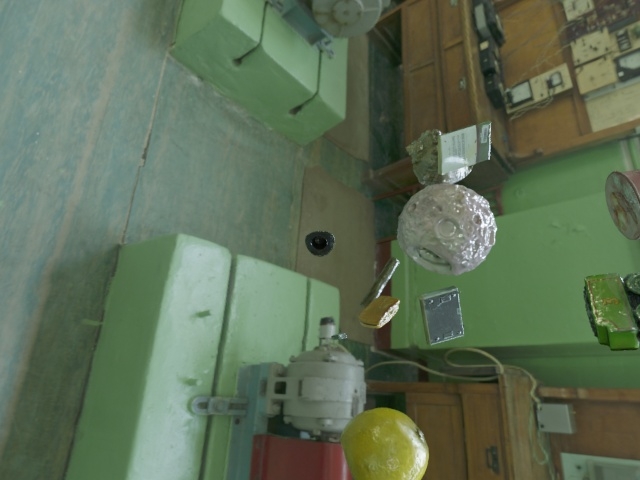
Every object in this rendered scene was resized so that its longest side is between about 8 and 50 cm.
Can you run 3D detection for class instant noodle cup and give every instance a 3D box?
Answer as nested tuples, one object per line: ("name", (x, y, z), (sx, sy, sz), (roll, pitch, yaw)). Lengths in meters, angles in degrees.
("instant noodle cup", (1.121, -0.145, 1.356), (0.243, 0.232, 0.242), (-15, 90, -76))

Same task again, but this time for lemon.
("lemon", (0.194, 0.597, 1.178), (0.240, 0.219, 0.240), (58, 7, -11))

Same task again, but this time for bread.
("bread", (0.248, 0.305, 1.731), (0.200, 0.116, 0.076), (-32, 122, -44))

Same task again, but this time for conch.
("conch", (0.623, -0.437, 2.160), (0.210, 0.353, 0.296), (46, 54, -67))

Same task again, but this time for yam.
("yam", (0.275, 0.199, 1.901), (0.061, 0.061, 0.273), (40, 80, -37))

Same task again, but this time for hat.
("hat", (0.000, 0.000, 1.536), (0.121, 0.121, 0.050), (55, 26, -24))

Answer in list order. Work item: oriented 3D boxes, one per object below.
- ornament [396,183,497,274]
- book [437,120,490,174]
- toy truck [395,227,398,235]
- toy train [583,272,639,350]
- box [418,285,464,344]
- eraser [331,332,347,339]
("ornament", (0.345, -0.037, 1.120), (0.259, 0.260, 0.225), (44, 69, -34))
("book", (0.696, -0.448, 1.986), (0.290, 0.026, 0.201), (-18, 120, -14))
("toy truck", (0.446, 0.002, 1.802), (0.176, 0.161, 0.213), (54, 10, -21))
("toy train", (1.146, 0.262, 1.544), (0.173, 0.249, 0.307), (54, 37, -36))
("box", (0.591, 0.366, 1.990), (0.045, 0.211, 0.269), (-115, -168, -72))
("eraser", (0.056, 0.298, 1.275), (0.027, 0.099, 0.019), (-7, 76, -15))
